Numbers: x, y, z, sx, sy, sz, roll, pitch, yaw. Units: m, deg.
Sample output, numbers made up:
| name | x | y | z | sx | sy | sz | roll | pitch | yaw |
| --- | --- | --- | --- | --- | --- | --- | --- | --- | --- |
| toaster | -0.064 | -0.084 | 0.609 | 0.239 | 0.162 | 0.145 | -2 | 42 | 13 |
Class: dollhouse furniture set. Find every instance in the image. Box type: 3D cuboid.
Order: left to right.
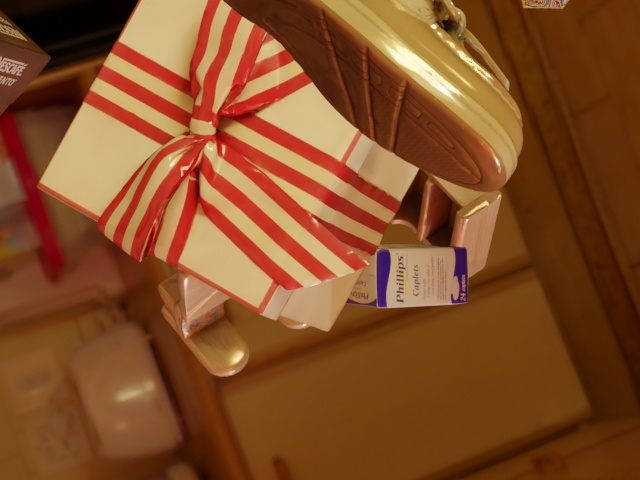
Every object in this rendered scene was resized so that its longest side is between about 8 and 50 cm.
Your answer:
| name | x | y | z | sx | sy | sz | roll | pitch | yaw |
| --- | --- | --- | --- | --- | --- | --- | --- | --- | --- |
| dollhouse furniture set | 0.000 | 0.000 | 1.881 | 0.256 | 0.394 | 0.362 | 48 | 157 | 25 |

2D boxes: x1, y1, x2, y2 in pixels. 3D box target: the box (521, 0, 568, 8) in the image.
| name | x | y | z | sx | sy | sz | roll | pitch | yaw |
| --- | --- | --- | --- | --- | --- | --- | --- | --- | --- |
| box | 0.318 | -0.365 | 1.862 | 0.059 | 0.169 | 0.054 | 6 | 129 | 34 |

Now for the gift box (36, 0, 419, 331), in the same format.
| name | x | y | z | sx | sy | sz | roll | pitch | yaw |
| --- | --- | --- | --- | --- | --- | --- | --- | --- | --- |
| gift box | -0.041 | -0.076 | 1.196 | 0.276 | 0.255 | 0.258 | 23 | 178 | 18 |

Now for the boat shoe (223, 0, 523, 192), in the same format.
| name | x | y | z | sx | sy | sz | roll | pitch | yaw |
| --- | --- | --- | --- | --- | --- | --- | --- | --- | --- |
| boat shoe | 0.017 | -0.143 | 0.801 | 0.285 | 0.089 | 0.104 | 44 | 164 | 17 |

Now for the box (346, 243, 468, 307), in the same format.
| name | x | y | z | sx | sy | sz | roll | pitch | yaw |
| --- | --- | --- | --- | --- | --- | --- | --- | --- | --- |
| box | 0.091 | 0.042 | 1.760 | 0.126 | 0.137 | 0.072 | 3 | 94 | 58 |

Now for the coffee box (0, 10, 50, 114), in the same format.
| name | x | y | z | sx | sy | sz | roll | pitch | yaw |
| --- | --- | --- | --- | --- | --- | --- | --- | --- | --- |
| coffee box | -0.479 | -0.276 | 1.651 | 0.297 | 0.119 | 0.168 | 43 | -173 | 9 |
